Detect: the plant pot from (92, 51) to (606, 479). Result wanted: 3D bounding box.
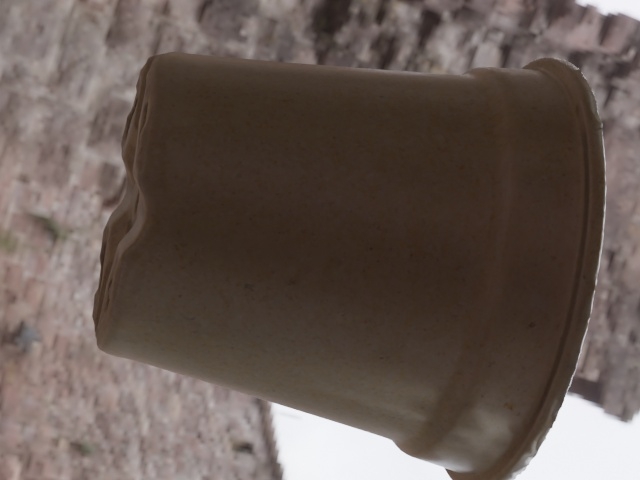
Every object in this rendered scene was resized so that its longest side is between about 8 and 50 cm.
[{"bbox_3d":[0.000,0.000,1.069,0.334,0.305,0.334,-170,-90,-78],"label":"plant pot"}]
